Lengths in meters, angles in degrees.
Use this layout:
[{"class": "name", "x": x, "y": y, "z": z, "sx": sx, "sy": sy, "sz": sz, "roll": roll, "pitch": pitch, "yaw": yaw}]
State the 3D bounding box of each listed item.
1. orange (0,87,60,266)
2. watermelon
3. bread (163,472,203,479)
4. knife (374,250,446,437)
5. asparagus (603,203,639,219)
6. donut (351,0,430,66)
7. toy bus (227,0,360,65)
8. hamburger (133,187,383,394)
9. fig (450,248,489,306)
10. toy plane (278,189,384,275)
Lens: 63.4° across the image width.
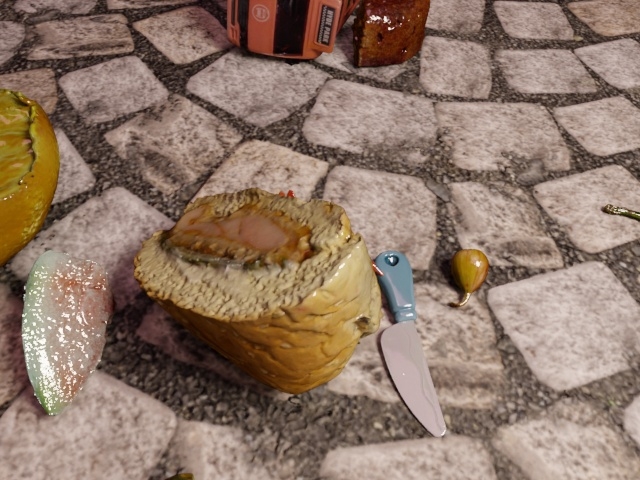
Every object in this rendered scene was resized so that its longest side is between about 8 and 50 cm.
[{"class": "orange", "x": -0.478, "y": -0.046, "z": 0.622, "sx": 0.335, "sy": 0.196, "sz": 0.263, "roll": -29, "pitch": 44, "yaw": -29}, {"class": "watermelon", "x": -0.295, "y": 0.107, "z": 0.596, "sx": 0.094, "sy": 0.081, "sz": 0.180, "roll": 13, "pitch": 66, "yaw": -14}, {"class": "bread", "x": -0.227, "y": 0.284, "z": 0.445, "sx": 0.270, "sy": 0.087, "sz": 0.098, "roll": -12, "pitch": 55, "yaw": -14}, {"class": "knife", "x": 0.102, "y": 0.119, "z": 0.642, "sx": 0.058, "sy": 0.032, "sz": 0.244, "roll": -1, "pitch": 56, "yaw": -7}, {"class": "asparagus", "x": 0.498, "y": -0.033, "z": 0.791, "sx": 0.127, "sy": 0.015, "sz": 0.018, "roll": 19, "pitch": 51, "yaw": 11}, {"class": "donut", "x": 0.148, "y": -0.426, "z": 1.015, "sx": 0.187, "sy": 0.126, "sz": 0.144, "roll": -10, "pitch": 60, "yaw": -11}, {"class": "toy bus", "x": -0.021, "y": -0.538, "z": 1.040, "sx": 0.233, "sy": 0.203, "sz": 0.426, "roll": 20, "pitch": 51, "yaw": 6}, {"class": "hamburger", "x": -0.048, "y": 0.066, "z": 0.566, "sx": 0.330, "sy": 0.209, "sz": 0.162, "roll": 6, "pitch": 51, "yaw": 49}, {"class": "fig", "x": 0.194, "y": 0.051, "z": 0.689, "sx": 0.050, "sy": 0.050, "sz": 0.083, "roll": 18, "pitch": 73, "yaw": 10}, {"class": "toy plane", "x": -0.002, "y": 0.003, "z": 0.693, "sx": 0.189, "sy": 0.061, "sz": 0.130, "roll": 38, "pitch": 19, "yaw": 11}]
